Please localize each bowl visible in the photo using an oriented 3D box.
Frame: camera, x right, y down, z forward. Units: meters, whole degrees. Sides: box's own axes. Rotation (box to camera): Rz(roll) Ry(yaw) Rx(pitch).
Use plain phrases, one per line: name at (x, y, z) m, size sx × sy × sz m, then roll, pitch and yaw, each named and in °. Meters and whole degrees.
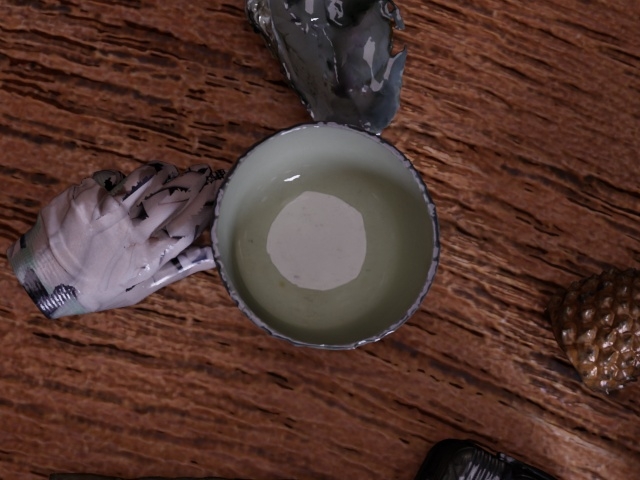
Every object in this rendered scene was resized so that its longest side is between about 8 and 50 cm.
bowl at (0.000, 0.000, 1.202) m, size 0.211 × 0.112 × 0.211 m, roll 1°, pitch 84°, yaw -6°

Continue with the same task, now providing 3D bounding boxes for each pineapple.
pineapple at (0.349, 0.036, 1.195) m, size 0.277 × 0.119 × 0.130 m, roll -29°, pitch 122°, yaw 11°

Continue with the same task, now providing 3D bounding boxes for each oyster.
oyster at (-0.015, -0.220, 1.240) m, size 0.252 × 0.087 × 0.199 m, roll 30°, pitch 71°, yaw -9°

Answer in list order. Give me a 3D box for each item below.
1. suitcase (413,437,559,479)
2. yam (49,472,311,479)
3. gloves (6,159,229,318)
suitcase at (0.126, 0.346, 1.163) m, size 0.202 × 0.128 × 0.312 m, roll 29°, pitch 84°, yaw -4°
yam at (-0.114, 0.244, 1.185) m, size 0.274 × 0.061 × 0.061 m, roll 1°, pitch 83°, yaw -6°
gloves at (-0.174, -0.010, 1.189) m, size 0.212 × 0.111 × 0.127 m, roll -31°, pitch 82°, yaw -2°
